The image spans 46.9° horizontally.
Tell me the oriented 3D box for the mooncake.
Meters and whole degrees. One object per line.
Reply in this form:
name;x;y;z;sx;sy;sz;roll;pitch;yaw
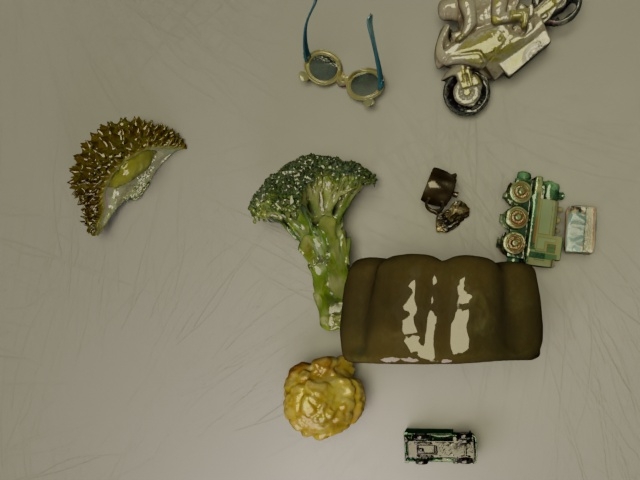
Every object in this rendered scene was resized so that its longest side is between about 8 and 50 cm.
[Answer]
mooncake;0.225;0.129;1.373;0.379;0.378;0.200;-3;82;13

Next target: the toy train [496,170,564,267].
toy train;0.424;-0.040;1.480;0.125;0.081;0.193;8;87;3

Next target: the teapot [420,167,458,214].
teapot;0.248;-0.100;1.516;0.068;0.076;0.121;21;55;6

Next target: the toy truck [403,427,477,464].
toy truck;0.244;0.419;1.499;0.147;0.079;0.065;-3;86;14

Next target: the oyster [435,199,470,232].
oyster;0.272;-0.045;1.529;0.083;0.019;0.054;-40;117;21

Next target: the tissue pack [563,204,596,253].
tissue pack;0.512;-0.021;1.457;0.059;0.074;0.094;3;86;16

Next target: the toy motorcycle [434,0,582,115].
toy motorcycle;0.347;-0.432;1.494;0.341;0.108;0.223;-42;86;15

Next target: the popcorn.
popcorn;0.008;0.321;1.523;0.180;0.170;0.180;-1;125;-1

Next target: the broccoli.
broccoli;-0.020;0.003;1.532;0.252;0.221;0.361;5;89;-23

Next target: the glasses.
glasses;0.055;-0.407;1.526;0.190;0.220;0.088;25;55;14

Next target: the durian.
durian;-0.464;-0.159;1.666;0.172;0.166;0.306;36;90;42
